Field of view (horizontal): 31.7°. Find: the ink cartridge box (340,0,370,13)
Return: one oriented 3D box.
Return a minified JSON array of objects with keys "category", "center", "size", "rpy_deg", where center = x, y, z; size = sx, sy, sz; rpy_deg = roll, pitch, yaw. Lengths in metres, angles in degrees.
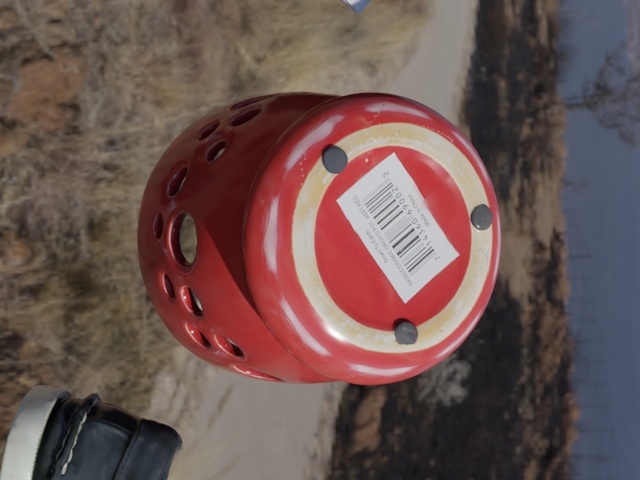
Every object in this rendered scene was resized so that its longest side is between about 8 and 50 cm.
[{"category":"ink cartridge box","center":[0.018,-0.380,0.956],"size":[0.270,0.198,0.197],"rpy_deg":[-50,150,6]}]

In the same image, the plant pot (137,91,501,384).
[{"category":"plant pot","center":[0.000,0.000,0.702],"size":[0.191,0.174,0.191],"rpy_deg":[-1,92,-26]}]

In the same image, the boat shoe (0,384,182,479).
[{"category":"boat shoe","center":[-0.136,0.258,0.717],"size":[0.127,0.113,0.340],"rpy_deg":[-69,164,-79]}]
